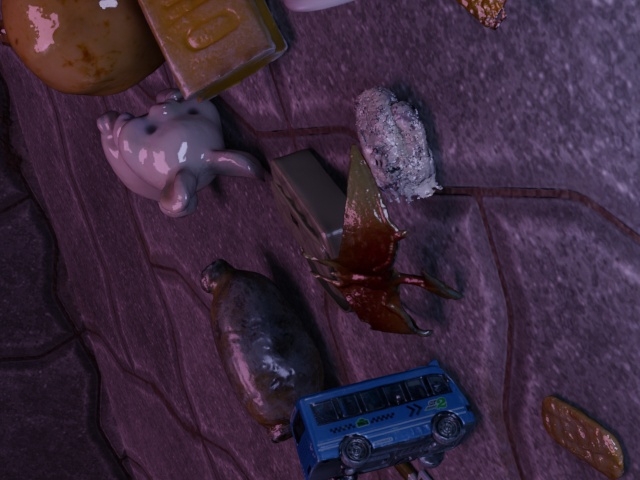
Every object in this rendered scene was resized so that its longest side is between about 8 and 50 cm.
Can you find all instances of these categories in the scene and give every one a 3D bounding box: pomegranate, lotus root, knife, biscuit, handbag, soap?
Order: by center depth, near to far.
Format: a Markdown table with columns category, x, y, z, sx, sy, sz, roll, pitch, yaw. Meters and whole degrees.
| category | x | y | z | sx | sy | sz | roll | pitch | yaw |
| --- | --- | --- | --- | --- | --- | --- | --- | --- | --- |
| biscuit | 0.317 | 0.238 | 1.434 | 0.147 | 0.018 | 0.071 | 32 | 138 | 53 |
| soap | -0.184 | -0.366 | 1.787 | 0.274 | 0.173 | 0.089 | 64 | -164 | 7 |
| handbag | 0.000 | 0.000 | 1.819 | 0.256 | 0.079 | 0.219 | -127 | 22 | -49 |
| knife | 0.163 | 0.401 | 1.913 | 0.343 | 0.027 | 0.061 | 48 | 146 | 38 |
| pomegranate | -0.400 | -0.403 | 1.999 | 0.342 | 0.342 | 0.342 | 48 | 150 | 39 |
| lotus root | -0.102 | 0.182 | 2.112 | 0.349 | 0.175 | 0.175 | 64 | 157 | 7 |

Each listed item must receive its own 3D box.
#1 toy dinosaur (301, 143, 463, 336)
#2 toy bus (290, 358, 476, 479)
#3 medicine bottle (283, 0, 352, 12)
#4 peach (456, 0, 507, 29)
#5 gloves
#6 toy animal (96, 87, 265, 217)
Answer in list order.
| category | x | y | z | sx | sy | sz | roll | pitch | yaw |
| --- | --- | --- | --- | --- | --- | --- | --- | --- | --- |
| toy dinosaur | 0.077 | 0.017 | 1.595 | 0.206 | 0.113 | 0.327 | -12 | 135 | 38 |
| toy bus | 0.087 | 0.263 | 1.684 | 0.113 | 0.246 | 0.134 | 107 | 147 | -57 |
| medicine bottle | -0.004 | -0.421 | 1.360 | 0.157 | 0.157 | 0.289 | 15 | 124 | 62 |
| peach | 0.156 | -0.354 | 1.191 | 0.189 | 0.068 | 0.279 | -2 | 107 | 58 |
| gloves | 0.094 | -0.126 | 1.526 | 0.114 | 0.070 | 0.153 | 6 | 117 | 64 |
| toy animal | -0.252 | -0.140 | 2.130 | 0.367 | 0.196 | 0.241 | 16 | 133 | 64 |
